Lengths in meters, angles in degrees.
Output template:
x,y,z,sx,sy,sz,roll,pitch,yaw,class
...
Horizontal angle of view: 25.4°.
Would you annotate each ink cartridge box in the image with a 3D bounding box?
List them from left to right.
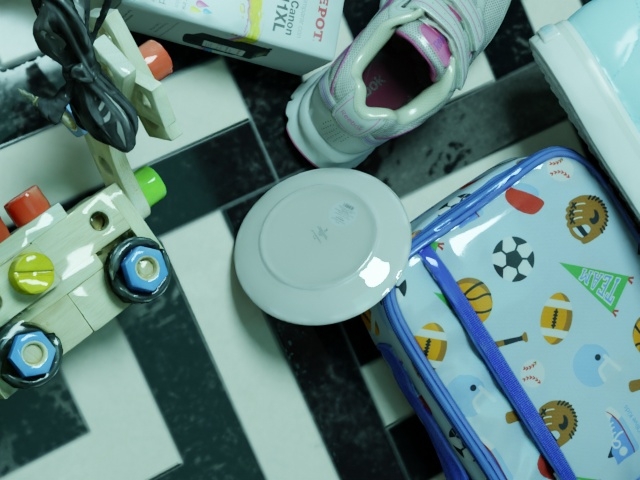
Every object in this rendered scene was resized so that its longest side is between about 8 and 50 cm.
x,y,z,sx,sy,sz,roll,pitch,yaw,class
-0.068,-0.214,1.102,0.175,0.072,0.127,12,82,-21,ink cartridge box

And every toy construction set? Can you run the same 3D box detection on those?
x,y,z,sx,sy,sz,roll,pitch,yaw,class
-0.226,-0.011,0.995,0.327,0.151,0.215,-36,100,-9,toy construction set

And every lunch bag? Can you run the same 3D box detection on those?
x,y,z,sx,sy,sz,roll,pitch,yaw,class
0.178,0.095,1.167,0.243,0.115,0.303,-35,99,-18,lunch bag

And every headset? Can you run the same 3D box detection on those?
x,y,z,sx,sy,sz,roll,pitch,yaw,class
-0.144,-0.242,0.953,0.243,0.394,0.185,-12,132,10,headset

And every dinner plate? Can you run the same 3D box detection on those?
x,y,z,sx,sy,sz,roll,pitch,yaw,class
0.000,0.000,1.099,0.141,0.017,0.141,-5,59,9,dinner plate

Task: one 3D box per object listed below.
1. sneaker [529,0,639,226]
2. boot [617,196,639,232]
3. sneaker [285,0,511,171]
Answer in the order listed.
x,y,z,sx,sy,sz,roll,pitch,yaw,class
0.323,-0.047,1.139,0.150,0.135,0.366,-33,97,10,sneaker
0.361,-0.046,1.263,0.219,0.082,0.106,-37,105,-11,boot
0.085,-0.158,1.141,0.103,0.111,0.252,42,72,-15,sneaker
